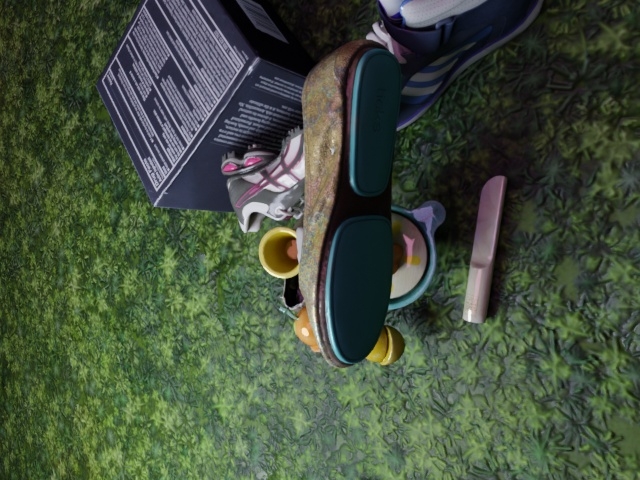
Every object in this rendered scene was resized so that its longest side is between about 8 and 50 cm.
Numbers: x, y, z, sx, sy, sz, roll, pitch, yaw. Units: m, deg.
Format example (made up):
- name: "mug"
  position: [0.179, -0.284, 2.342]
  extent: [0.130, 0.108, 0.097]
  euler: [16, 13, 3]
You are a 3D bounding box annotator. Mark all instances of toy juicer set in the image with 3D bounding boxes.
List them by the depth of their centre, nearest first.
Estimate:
- name: "toy juicer set"
  position: [0.090, 0.055, 0.663]
  extent: [0.328, 0.089, 0.209]
  euler: [-13, 90, 18]

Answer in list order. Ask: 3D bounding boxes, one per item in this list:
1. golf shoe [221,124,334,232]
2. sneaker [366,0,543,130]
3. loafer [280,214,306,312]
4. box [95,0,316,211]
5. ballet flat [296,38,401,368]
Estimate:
- name: "golf shoe"
  position: [-0.022, -0.090, 0.724]
  extent: [0.272, 0.105, 0.120]
  euler: [-13, 82, 41]
- name: "sneaker"
  position: [0.088, -0.246, 0.612]
  extent: [0.322, 0.236, 0.130]
  euler: [-31, 72, 33]
- name: "loafer"
  position: [0.000, 0.000, 0.775]
  extent: [0.094, 0.087, 0.251]
  euler: [14, 99, 37]
- name: "box"
  position: [-0.186, -0.252, 0.856]
  extent: [0.294, 0.182, 0.296]
  euler: [-45, 63, 28]
- name: "ballet flat"
  position: [0.022, -0.039, 0.586]
  extent: [0.123, 0.123, 0.349]
  euler: [9, 98, 37]
